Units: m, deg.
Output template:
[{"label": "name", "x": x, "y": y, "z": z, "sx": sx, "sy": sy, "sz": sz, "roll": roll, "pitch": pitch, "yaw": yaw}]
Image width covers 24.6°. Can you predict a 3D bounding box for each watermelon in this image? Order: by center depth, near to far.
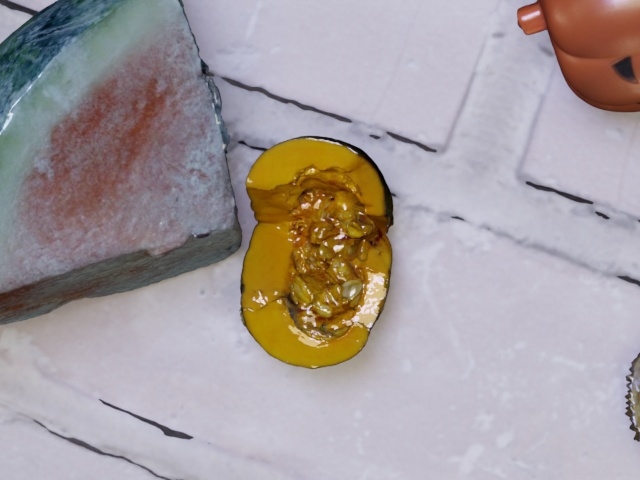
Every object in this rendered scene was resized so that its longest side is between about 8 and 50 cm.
[{"label": "watermelon", "x": -0.167, "y": -0.051, "z": 1.157, "sx": 0.258, "sy": 0.228, "sz": 0.387, "roll": 37, "pitch": 70, "yaw": -24}]

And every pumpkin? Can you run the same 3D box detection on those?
[{"label": "pumpkin", "x": 0.000, "y": 0.000, "z": 1.169, "sx": 0.119, "sy": 0.107, "sz": 0.183, "roll": 8, "pitch": 106, "yaw": 5}]

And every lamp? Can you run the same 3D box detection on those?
[{"label": "lamp", "x": 0.227, "y": -0.187, "z": 1.103, "sx": 0.164, "sy": 0.187, "sz": 0.187, "roll": -16, "pitch": 87, "yaw": 9}]

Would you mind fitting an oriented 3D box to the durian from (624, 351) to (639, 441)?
[{"label": "durian", "x": 0.302, "y": 0.136, "z": 1.142, "sx": 0.140, "sy": 0.071, "sz": 0.110, "roll": 41, "pitch": 90, "yaw": 20}]
